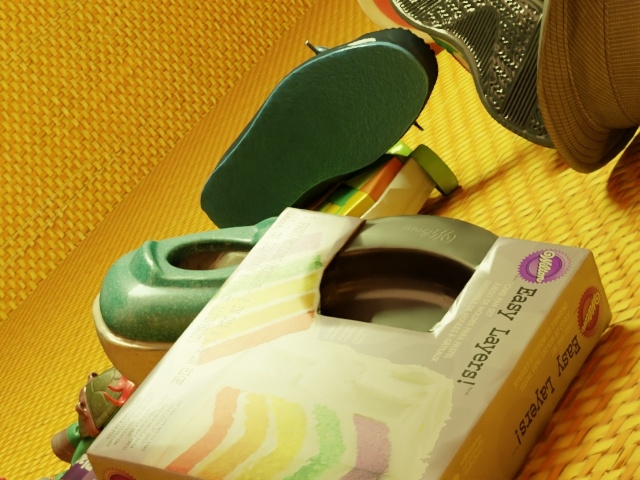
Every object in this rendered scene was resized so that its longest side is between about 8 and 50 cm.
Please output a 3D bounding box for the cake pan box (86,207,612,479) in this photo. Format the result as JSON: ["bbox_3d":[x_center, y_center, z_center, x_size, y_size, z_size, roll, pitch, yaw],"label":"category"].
[{"bbox_3d":[0.024,0.088,1.190,0.246,0.070,0.267,11,45,33],"label":"cake pan box"}]

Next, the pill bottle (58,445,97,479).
[{"bbox_3d":[-0.167,0.224,1.515,0.193,0.108,0.108,-46,12,-23],"label":"pill bottle"}]

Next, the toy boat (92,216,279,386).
[{"bbox_3d":[-0.039,0.058,1.482,0.267,0.148,0.318,-8,22,-12],"label":"toy boat"}]

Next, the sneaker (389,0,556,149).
[{"bbox_3d":[0.199,-0.162,1.723,0.124,0.178,0.295,-54,47,18],"label":"sneaker"}]

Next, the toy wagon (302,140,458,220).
[{"bbox_3d":[0.000,0.000,1.916,0.267,0.068,0.344,-42,11,-3],"label":"toy wagon"}]

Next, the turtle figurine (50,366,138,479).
[{"bbox_3d":[-0.180,0.171,1.784,0.234,0.118,0.175,-42,9,35],"label":"turtle figurine"}]

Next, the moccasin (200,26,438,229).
[{"bbox_3d":[-0.003,-0.124,1.874,0.342,0.137,0.117,-31,10,43],"label":"moccasin"}]

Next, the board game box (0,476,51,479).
[{"bbox_3d":[-0.380,0.310,2.140,0.133,0.033,0.169,-47,11,-25],"label":"board game box"}]

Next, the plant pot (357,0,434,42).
[{"bbox_3d":[0.150,-0.409,2.562,0.275,0.275,0.243,-37,22,27],"label":"plant pot"}]

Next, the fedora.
[{"bbox_3d":[0.269,-0.184,1.431,0.124,0.243,0.275,5,63,29],"label":"fedora"}]
